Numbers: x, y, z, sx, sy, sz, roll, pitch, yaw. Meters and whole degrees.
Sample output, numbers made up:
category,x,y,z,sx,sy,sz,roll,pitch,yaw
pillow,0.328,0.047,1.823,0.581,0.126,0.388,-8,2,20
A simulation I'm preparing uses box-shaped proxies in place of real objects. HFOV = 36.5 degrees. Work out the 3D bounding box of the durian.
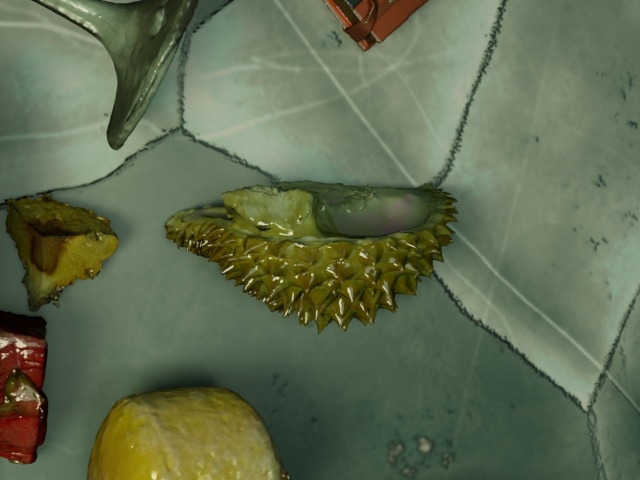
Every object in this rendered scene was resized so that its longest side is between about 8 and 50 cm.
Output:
category,x,y,z,sx,sy,sz,roll,pitch,yaw
durian,0.000,0.000,0.966,0.306,0.172,0.166,-4,68,-8

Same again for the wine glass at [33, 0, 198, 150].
category,x,y,z,sx,sy,sz,roll,pitch,yaw
wine glass,-0.317,-0.251,0.822,0.406,0.267,0.267,23,85,-21

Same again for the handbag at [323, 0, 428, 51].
category,x,y,z,sx,sy,sz,roll,pitch,yaw
handbag,0.077,-0.306,1.025,0.190,0.063,0.127,-44,103,-15

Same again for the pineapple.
category,x,y,z,sx,sy,sz,roll,pitch,yaw
pineapple,-0.257,0.020,0.930,0.114,0.077,0.114,14,101,-12

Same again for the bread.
category,x,y,z,sx,sy,sz,roll,pitch,yaw
bread,-0.133,0.235,0.915,0.170,0.197,0.197,-9,94,-23

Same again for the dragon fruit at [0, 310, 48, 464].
category,x,y,z,sx,sy,sz,roll,pitch,yaw
dragon fruit,-0.311,0.138,0.891,0.127,0.120,0.161,4,94,-11
